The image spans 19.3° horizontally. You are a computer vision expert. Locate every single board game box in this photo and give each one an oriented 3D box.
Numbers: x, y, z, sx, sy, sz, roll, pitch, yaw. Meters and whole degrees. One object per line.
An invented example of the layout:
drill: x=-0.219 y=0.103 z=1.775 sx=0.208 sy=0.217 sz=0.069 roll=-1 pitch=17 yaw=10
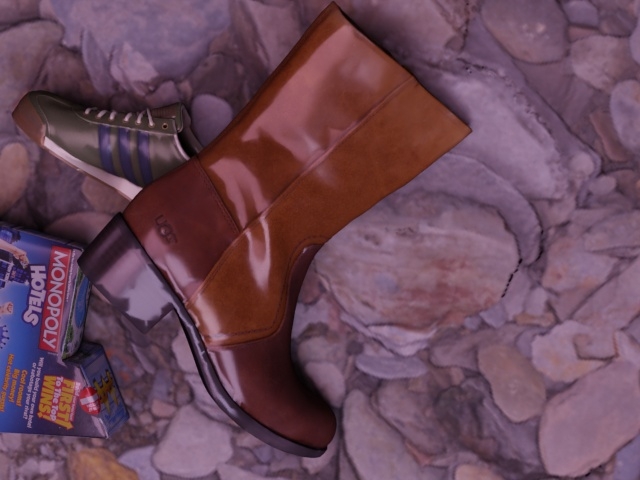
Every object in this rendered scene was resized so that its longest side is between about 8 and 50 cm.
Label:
board game box: x=-0.242 y=0.079 z=1.514 sx=0.194 sy=0.060 sz=0.194 roll=16 pitch=106 yaw=9

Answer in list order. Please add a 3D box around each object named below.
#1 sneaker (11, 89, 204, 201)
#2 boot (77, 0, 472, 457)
sneaker: x=-0.136 y=-0.077 z=1.450 sx=0.192 sy=0.064 sz=0.086 roll=34 pitch=108 yaw=-2
boot: x=0.000 y=0.000 z=1.427 sx=0.280 sy=0.096 sz=0.264 roll=-43 pitch=107 yaw=2
